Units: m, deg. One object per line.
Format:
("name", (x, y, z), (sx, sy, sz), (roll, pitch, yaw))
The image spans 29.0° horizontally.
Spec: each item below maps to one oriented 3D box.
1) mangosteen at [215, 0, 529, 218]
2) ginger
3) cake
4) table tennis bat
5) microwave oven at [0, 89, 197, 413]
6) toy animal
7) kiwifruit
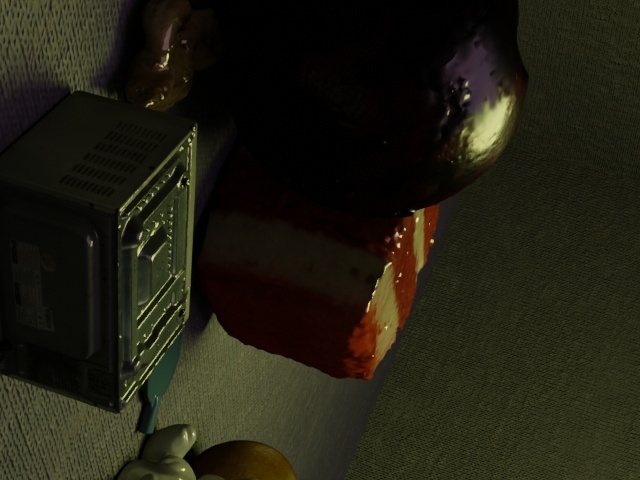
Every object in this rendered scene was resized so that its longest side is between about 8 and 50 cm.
("mangosteen", (0.060, -0.233, 1.492), (0.381, 0.381, 0.421), (89, 2, -52))
("ginger", (-0.156, -0.191, 1.321), (0.214, 0.059, 0.132), (-13, 113, -78))
("cake", (0.000, 0.000, 1.728), (0.270, 0.270, 0.319), (81, 28, -59))
("table tennis bat", (-0.212, 0.179, 1.623), (0.100, 0.019, 0.155), (-14, 118, -75))
("microwave oven", (-0.209, 0.015, 1.159), (0.194, 0.145, 0.240), (-62, 163, -52))
("toy animal", (-0.146, 0.388, 1.616), (0.271, 0.265, 0.205), (-48, 153, -66))
("kiwifruit", (-0.132, 0.401, 1.856), (0.234, 0.196, 0.195), (-60, 162, -57))
